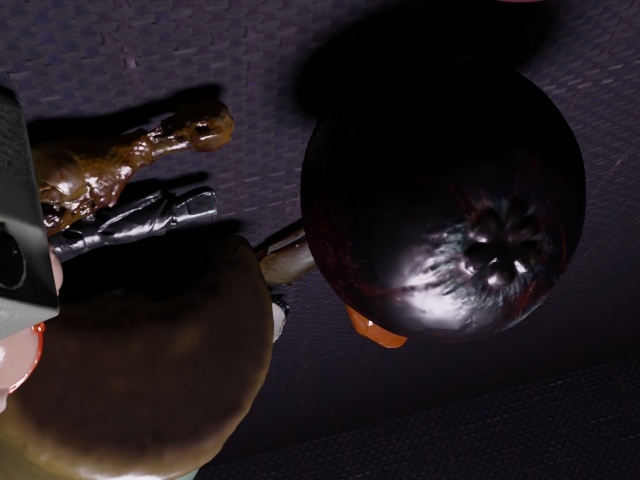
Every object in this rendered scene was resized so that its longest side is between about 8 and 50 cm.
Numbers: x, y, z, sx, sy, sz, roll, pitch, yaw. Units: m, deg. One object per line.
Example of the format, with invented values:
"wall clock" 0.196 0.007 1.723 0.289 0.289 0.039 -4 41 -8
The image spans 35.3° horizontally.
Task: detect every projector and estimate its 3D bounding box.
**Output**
"projector" -0.331 -0.001 0.822 0.177 0.243 0.163 -22 158 20

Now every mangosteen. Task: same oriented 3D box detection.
"mangosteen" 0.113 -0.053 1.026 0.300 0.300 0.300 -14 161 -5

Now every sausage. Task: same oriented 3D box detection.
"sausage" 0.110 0.143 1.833 0.089 0.089 0.179 -25 150 25

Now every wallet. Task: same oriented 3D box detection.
"wallet" 0.000 0.000 1.417 0.255 0.031 0.137 -30 156 34

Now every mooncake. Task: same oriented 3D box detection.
"mooncake" -0.282 0.129 1.258 0.394 0.393 0.246 34 142 -12

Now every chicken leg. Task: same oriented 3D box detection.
"chicken leg" -0.203 -0.077 0.978 0.251 0.087 0.107 -23 -178 0

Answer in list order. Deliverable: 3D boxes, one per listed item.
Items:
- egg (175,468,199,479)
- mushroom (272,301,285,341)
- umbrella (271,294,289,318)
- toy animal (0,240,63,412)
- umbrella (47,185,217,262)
"egg" -0.378 0.373 1.785 0.388 0.276 0.276 -23 160 23
"mushroom" -0.146 0.153 1.646 0.081 0.092 0.223 -17 174 -41
"umbrella" -0.117 0.147 1.712 0.050 0.046 0.188 22 143 -31
"toy animal" -0.345 0.068 1.008 0.171 0.198 0.171 3 132 4
"umbrella" -0.231 -0.021 1.135 0.235 0.059 0.066 -15 -174 -8
